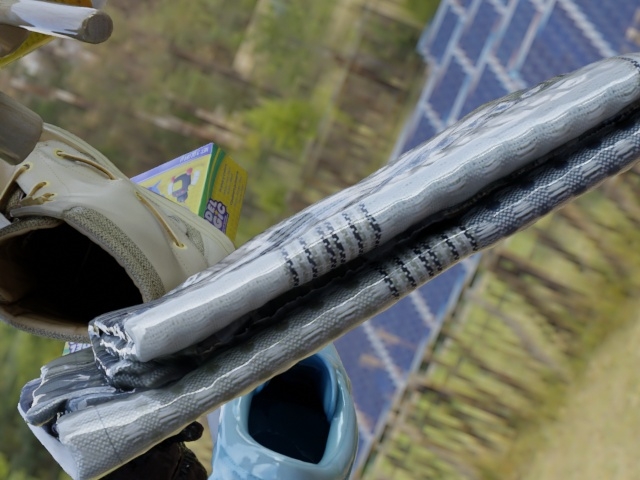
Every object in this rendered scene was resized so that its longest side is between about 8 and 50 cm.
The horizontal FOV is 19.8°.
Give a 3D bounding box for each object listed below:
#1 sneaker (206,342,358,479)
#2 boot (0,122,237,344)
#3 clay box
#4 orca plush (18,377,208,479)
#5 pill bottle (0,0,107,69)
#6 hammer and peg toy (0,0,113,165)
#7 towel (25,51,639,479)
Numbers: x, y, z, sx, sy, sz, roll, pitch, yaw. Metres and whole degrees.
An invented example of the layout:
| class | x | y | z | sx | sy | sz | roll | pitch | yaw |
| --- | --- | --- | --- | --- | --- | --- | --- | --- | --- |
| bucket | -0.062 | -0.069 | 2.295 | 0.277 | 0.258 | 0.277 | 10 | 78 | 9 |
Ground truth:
| class | x | y | z | sx | sy | sz | roll | pitch | yaw |
| --- | --- | --- | --- | --- | --- | --- | --- | --- | --- |
| sneaker | -0.016 | 0.131 | 1.475 | 0.366 | 0.135 | 0.150 | -89 | 20 | -61 |
| boot | -0.195 | -0.011 | 1.231 | 0.095 | 0.262 | 0.203 | -63 | -10 | 11 |
| clay box | -0.137 | 0.035 | 1.491 | 0.127 | 0.053 | 0.222 | -22 | 42 | 33 |
| orca plush | -0.147 | 0.214 | 1.712 | 0.102 | 0.287 | 0.151 | -31 | 13 | 27 |
| pill bottle | -0.244 | -0.195 | 1.384 | 0.215 | 0.117 | 0.117 | -31 | -1 | -11 |
| hammer and peg toy | -0.284 | -0.054 | 1.165 | 0.266 | 0.127 | 0.361 | -6 | 55 | 60 |
| towel | 0.000 | 0.000 | 0.888 | 0.324 | 0.056 | 0.312 | -31 | 6 | -8 |
